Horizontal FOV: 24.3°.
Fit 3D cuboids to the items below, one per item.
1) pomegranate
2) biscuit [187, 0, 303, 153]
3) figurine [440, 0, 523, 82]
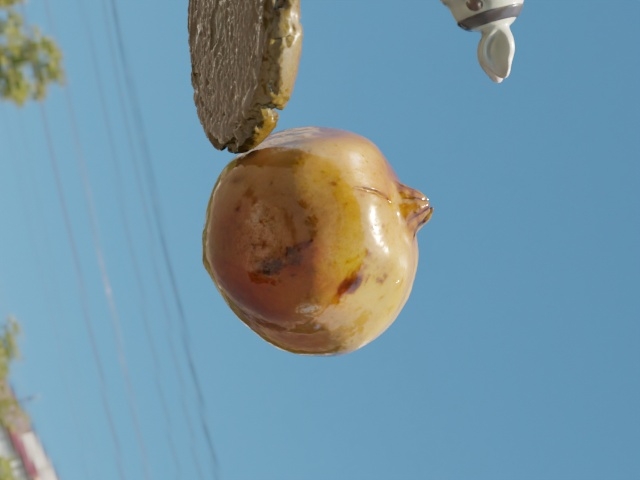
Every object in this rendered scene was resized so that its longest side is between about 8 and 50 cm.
[{"bbox_3d":[-0.006,0.000,1.344,0.209,0.209,0.209,31,-52,50],"label":"pomegranate"},{"bbox_3d":[-0.067,-0.183,1.297,0.226,0.042,0.226,180,-90,-66],"label":"biscuit"},{"bbox_3d":[0.100,-0.189,1.033,0.098,0.081,0.146,13,-87,18],"label":"figurine"}]
